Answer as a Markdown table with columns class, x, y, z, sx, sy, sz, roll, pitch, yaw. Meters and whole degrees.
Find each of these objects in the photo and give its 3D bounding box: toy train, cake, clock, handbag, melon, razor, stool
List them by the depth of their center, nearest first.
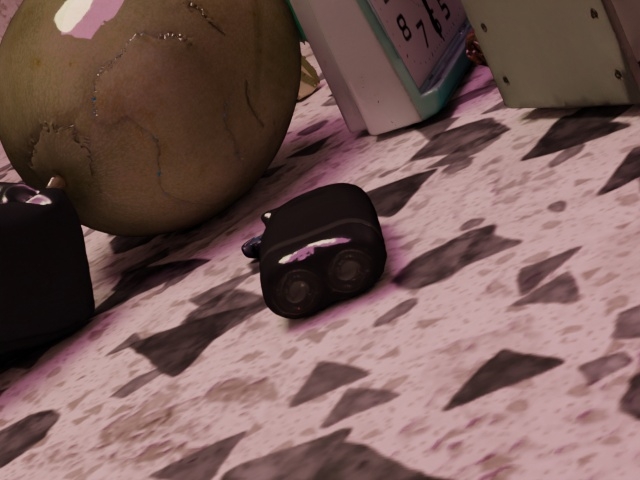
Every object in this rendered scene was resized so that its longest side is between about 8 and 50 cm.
| class | x | y | z | sx | sy | sz | roll | pitch | yaw |
| --- | --- | --- | --- | --- | --- | --- | --- | --- | --- |
| razor | 0.000 | 0.000 | 1.012 | 0.090 | 0.054 | 0.148 | -21 | 18 | 6 |
| stool | 0.230 | -0.269 | 1.096 | 0.244 | 0.269 | 0.170 | -35 | 19 | -23 |
| toy train | -0.023 | -0.005 | 1.125 | 0.083 | 0.017 | 0.017 | -25 | 24 | 5 |
| handbag | -0.372 | 0.057 | 1.188 | 0.275 | 0.177 | 0.302 | -21 | 11 | -40 |
| melon | -0.161 | -0.142 | 1.304 | 0.268 | 0.268 | 0.330 | -15 | 33 | 34 |
| clock | 0.049 | -0.242 | 1.356 | 0.116 | 0.231 | 0.262 | -23 | 17 | 26 |
| cake | -0.067 | -0.178 | 1.640 | 0.140 | 0.055 | 0.051 | -11 | 29 | 45 |

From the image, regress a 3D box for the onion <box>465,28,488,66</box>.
| class | x | y | z | sx | sy | sz | roll | pitch | yaw |
| --- | --- | --- | --- | --- | --- | --- | --- | --- | --- |
| onion | 0.194 | -0.245 | 1.312 | 0.198 | 0.135 | 0.173 | -38 | 18 | -29 |

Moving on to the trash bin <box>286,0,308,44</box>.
| class | x | y | z | sx | sy | sz | roll | pitch | yaw |
| --- | --- | --- | --- | --- | --- | --- | --- | --- | --- |
| trash bin | 0.036 | -0.443 | 1.897 | 0.259 | 0.295 | 0.381 | -22 | 23 | 15 |
